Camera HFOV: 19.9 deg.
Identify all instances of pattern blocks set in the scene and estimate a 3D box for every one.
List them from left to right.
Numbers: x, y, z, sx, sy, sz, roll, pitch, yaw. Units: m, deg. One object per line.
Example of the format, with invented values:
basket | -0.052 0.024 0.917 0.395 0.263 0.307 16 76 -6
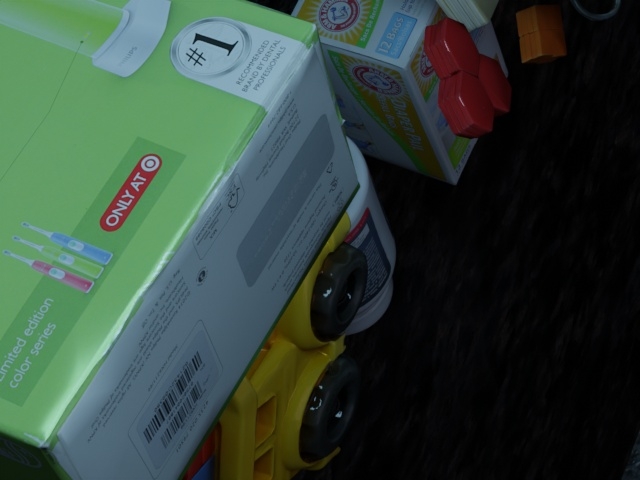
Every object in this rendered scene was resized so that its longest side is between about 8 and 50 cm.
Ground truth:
pattern blocks set | 0.086 -0.235 1.268 0.285 0.026 0.325 58 33 -14

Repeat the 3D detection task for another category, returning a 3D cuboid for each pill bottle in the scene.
pill bottle | 0.000 0.000 1.376 0.108 0.108 0.180 -61 156 -20

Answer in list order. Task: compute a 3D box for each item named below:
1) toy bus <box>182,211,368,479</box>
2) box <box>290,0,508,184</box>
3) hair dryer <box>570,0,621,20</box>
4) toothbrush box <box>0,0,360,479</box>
toy bus | -0.080 0.088 1.212 0.211 0.149 0.220 -42 144 -50
box | 0.062 -0.145 1.400 0.114 0.103 0.203 -63 157 -16
hair dryer | 0.132 -0.298 1.311 0.223 0.080 0.294 -7 81 -74
toothbrush box | -0.158 -0.022 0.772 0.206 0.283 0.122 -59 156 -24
